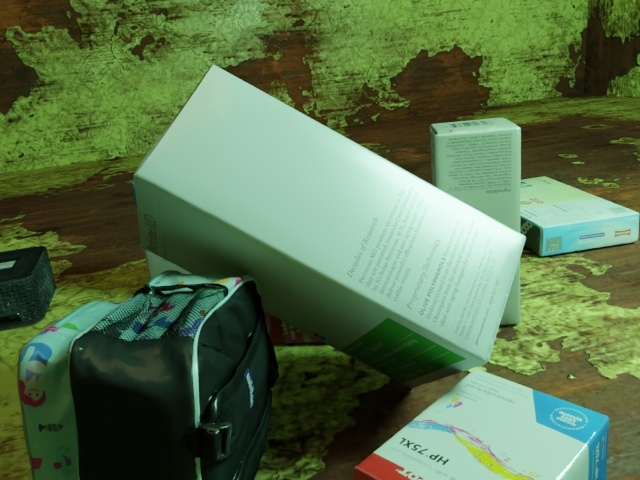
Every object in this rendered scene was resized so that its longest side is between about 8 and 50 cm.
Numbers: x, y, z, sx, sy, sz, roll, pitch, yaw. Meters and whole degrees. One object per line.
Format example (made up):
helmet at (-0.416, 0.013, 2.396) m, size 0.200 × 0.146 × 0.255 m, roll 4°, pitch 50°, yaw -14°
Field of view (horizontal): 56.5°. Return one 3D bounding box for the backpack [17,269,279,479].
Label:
backpack at (-0.132, 0.141, 0.535) m, size 0.191 × 0.225 × 0.253 m, roll 3°, pitch 16°, yaw 11°

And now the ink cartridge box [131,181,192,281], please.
ink cartridge box at (-0.228, -0.016, 1.041) m, size 0.148 × 0.203 × 0.086 m, roll -3°, pitch 17°, yaw 6°

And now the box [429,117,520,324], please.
box at (0.213, -0.023, 0.821) m, size 0.113 × 0.275 × 0.094 m, roll -3°, pitch 19°, yaw 6°

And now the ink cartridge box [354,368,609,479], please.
ink cartridge box at (0.123, 0.207, 0.487) m, size 0.134 × 0.078 × 0.231 m, roll 13°, pitch 27°, yaw 43°

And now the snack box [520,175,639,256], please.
snack box at (0.442, -0.058, 1.185) m, size 0.187 × 0.060 × 0.322 m, roll -8°, pitch 19°, yaw -8°

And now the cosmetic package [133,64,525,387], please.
cosmetic package at (0.000, 0.000, 0.645) m, size 0.365 × 0.197 × 0.155 m, roll 27°, pitch 65°, yaw -2°

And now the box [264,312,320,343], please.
box at (-0.032, 0.004, 0.842) m, size 0.122 × 0.257 × 0.128 m, roll -4°, pitch 19°, yaw 9°

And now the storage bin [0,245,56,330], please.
storage bin at (-0.541, 0.081, 1.033) m, size 0.122 × 0.084 × 0.180 m, roll -10°, pitch 20°, yaw -13°
